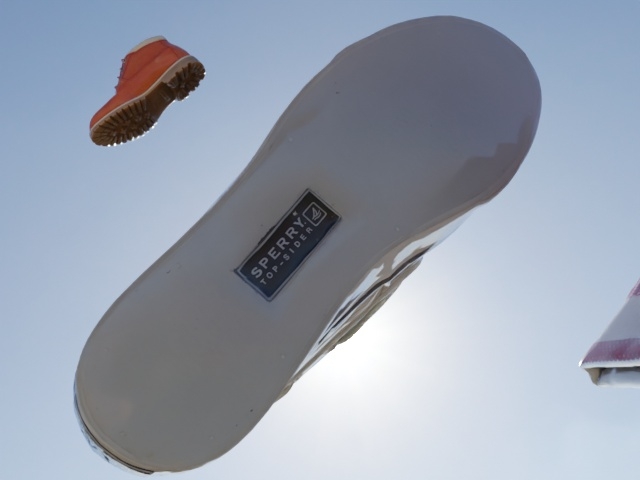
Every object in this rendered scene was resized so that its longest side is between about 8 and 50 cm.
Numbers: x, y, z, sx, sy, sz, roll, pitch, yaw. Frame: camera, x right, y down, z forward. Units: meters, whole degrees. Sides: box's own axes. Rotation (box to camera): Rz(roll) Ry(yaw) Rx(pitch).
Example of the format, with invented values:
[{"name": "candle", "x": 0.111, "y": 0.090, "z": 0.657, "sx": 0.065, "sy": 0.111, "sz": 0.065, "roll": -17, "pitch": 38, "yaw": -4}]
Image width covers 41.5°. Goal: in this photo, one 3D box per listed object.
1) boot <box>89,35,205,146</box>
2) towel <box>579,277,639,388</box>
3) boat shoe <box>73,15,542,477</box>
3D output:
[{"name": "boot", "x": -0.222, "y": -0.180, "z": 1.009, "sx": 0.158, "sy": 0.084, "sz": 0.059, "roll": -41, "pitch": -23, "yaw": -12}, {"name": "towel", "x": 0.226, "y": -0.083, "z": 0.286, "sx": 0.329, "sy": 0.037, "sz": 0.237, "roll": -48, "pitch": -6, "yaw": -9}, {"name": "boat shoe", "x": 0.000, "y": 0.000, "z": 0.386, "sx": 0.096, "sy": 0.267, "sz": 0.088, "roll": 40, "pitch": -24, "yaw": 0}]
